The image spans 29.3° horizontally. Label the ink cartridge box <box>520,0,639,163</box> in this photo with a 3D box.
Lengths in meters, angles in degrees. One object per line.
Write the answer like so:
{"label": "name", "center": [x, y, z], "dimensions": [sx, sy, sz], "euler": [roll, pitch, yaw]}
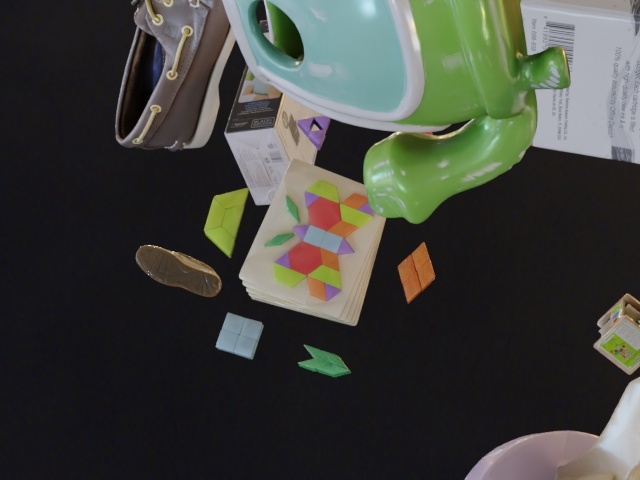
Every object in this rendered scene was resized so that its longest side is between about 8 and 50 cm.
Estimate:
{"label": "ink cartridge box", "center": [0.304, -0.186, 1.242], "dimensions": [0.272, 0.197, 0.114], "euler": [12, -127, 18]}

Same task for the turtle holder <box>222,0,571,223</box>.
{"label": "turtle holder", "center": [0.060, -0.187, 0.915], "dimensions": [0.227, 0.320, 0.243], "euler": [-10, -118, 13]}

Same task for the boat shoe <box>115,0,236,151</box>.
{"label": "boat shoe", "center": [-0.155, -0.232, 1.314], "dimensions": [0.096, 0.324, 0.117], "euler": [-10, -133, -29]}

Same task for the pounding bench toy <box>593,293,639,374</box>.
{"label": "pounding bench toy", "center": [0.349, 0.091, 1.347], "dimensions": [0.052, 0.083, 0.065], "euler": [37, -150, -3]}

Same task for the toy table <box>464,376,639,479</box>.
{"label": "toy table", "center": [0.274, 0.262, 1.140], "dimensions": [0.274, 0.161, 0.252], "euler": [-13, -94, -42]}

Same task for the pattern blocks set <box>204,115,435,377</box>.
{"label": "pattern blocks set", "center": [0.000, 0.000, 1.488], "dimensions": [0.285, 0.026, 0.325], "euler": [7, -105, 4]}

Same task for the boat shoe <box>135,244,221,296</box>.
{"label": "boat shoe", "center": [-0.213, 0.044, 1.840], "dimensions": [0.135, 0.050, 0.045], "euler": [27, -169, -9]}

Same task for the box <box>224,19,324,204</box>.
{"label": "box", "center": [-0.063, -0.218, 2.027], "dimensions": [0.087, 0.169, 0.290], "euler": [-5, -134, 19]}
